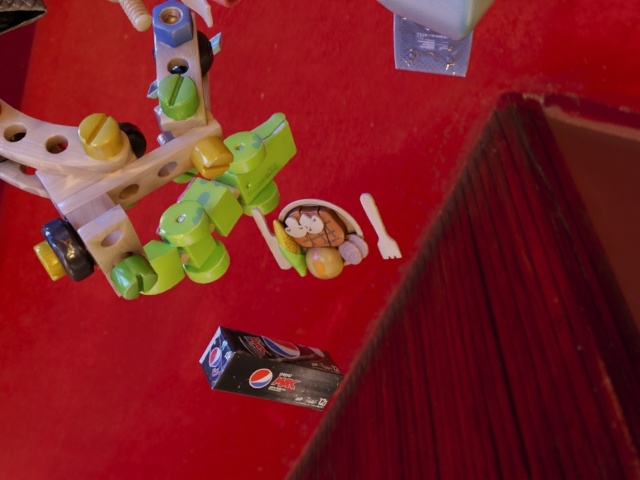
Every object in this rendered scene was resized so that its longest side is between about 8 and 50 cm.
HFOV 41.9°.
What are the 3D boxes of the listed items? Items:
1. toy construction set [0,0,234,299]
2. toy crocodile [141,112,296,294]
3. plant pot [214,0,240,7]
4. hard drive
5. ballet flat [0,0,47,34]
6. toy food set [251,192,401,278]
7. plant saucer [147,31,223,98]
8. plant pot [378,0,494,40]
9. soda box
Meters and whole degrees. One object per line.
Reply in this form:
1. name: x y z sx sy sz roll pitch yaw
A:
1. toy construction set: -0.158 -0.095 0.734 0.257 0.237 0.309 -13 148 -35
2. toy crocodile: -0.151 -0.055 1.194 0.105 0.340 0.115 22 152 31
3. plant pot: -0.218 -0.546 1.360 0.243 0.275 0.275 20 125 3
4. hard drive: 0.241 -0.476 1.737 0.172 0.054 0.254 11 120 19
5. ballet flat: -0.418 -0.262 1.032 0.049 0.173 0.057 41 156 15
6. toy food set: 0.000 0.000 1.137 0.192 0.038 0.132 -7 128 29
7. plant saucer: -0.275 -0.355 1.711 0.192 0.067 0.018 -32 120 19
8. plant pot: 0.193 -0.458 1.277 0.248 0.247 0.252 31 162 21
9. soda box: -0.057 0.156 1.012 0.169 0.053 0.060 19 111 -36
